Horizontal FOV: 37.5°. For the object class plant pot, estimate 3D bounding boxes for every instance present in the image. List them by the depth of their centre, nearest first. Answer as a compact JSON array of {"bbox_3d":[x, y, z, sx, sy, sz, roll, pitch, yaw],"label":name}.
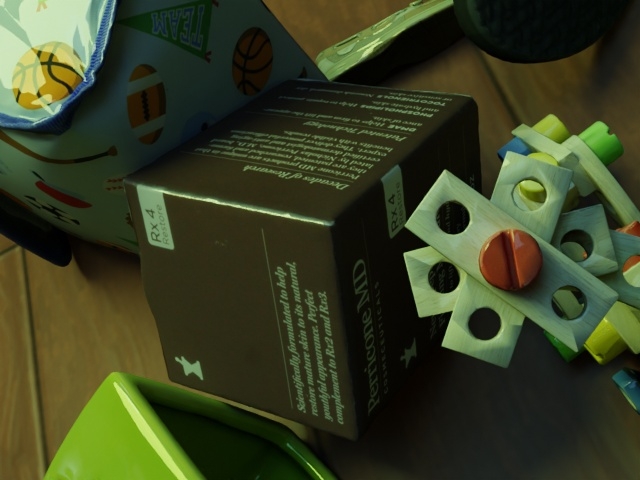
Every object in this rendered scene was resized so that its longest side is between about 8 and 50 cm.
[{"bbox_3d":[-0.074,0.247,0.603,0.207,0.228,0.227,-49,55,3],"label":"plant pot"}]

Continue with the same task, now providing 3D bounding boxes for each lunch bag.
[{"bbox_3d":[-0.224,-0.120,0.806,0.385,0.328,0.239,15,74,30],"label":"lunch bag"}]

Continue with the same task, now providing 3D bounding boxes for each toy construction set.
[{"bbox_3d":[0.168,0.012,0.568,0.151,0.327,0.215,-38,83,19],"label":"toy construction set"}]

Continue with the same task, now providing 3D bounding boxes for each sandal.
[{"bbox_3d":[0.222,-0.321,0.814,0.107,0.167,0.446,-1,53,54],"label":"sandal"}]

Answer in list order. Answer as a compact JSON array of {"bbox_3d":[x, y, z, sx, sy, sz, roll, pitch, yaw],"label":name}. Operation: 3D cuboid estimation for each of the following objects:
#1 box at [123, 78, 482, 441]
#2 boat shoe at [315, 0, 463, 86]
[{"bbox_3d":[0.000,0.000,0.676,0.167,0.169,0.203,12,35,30],"label":"box"},{"bbox_3d":[0.066,-0.186,0.861,0.153,0.056,0.048,-30,59,19],"label":"boat shoe"}]
